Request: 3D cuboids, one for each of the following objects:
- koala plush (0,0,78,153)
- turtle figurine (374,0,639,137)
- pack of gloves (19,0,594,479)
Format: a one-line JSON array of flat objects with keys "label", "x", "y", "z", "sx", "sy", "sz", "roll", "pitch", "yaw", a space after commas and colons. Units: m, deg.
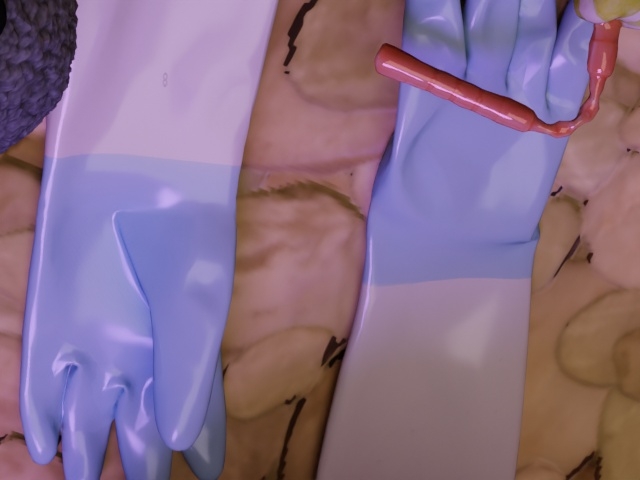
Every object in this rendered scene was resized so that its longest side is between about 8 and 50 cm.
[{"label": "koala plush", "x": -0.155, "y": -0.086, "z": 0.537, "sx": 0.221, "sy": 0.203, "sz": 0.196, "roll": 21, "pitch": 87, "yaw": -42}, {"label": "turtle figurine", "x": 0.055, "y": -0.174, "z": 0.592, "sx": 0.217, "sy": 0.087, "sz": 0.269, "roll": -44, "pitch": 110, "yaw": 0}, {"label": "pack of gloves", "x": 0.000, "y": 0.000, "z": 0.681, "sx": 0.195, "sy": 0.046, "sz": 0.232, "roll": 0, "pitch": 114, "yaw": -17}]
